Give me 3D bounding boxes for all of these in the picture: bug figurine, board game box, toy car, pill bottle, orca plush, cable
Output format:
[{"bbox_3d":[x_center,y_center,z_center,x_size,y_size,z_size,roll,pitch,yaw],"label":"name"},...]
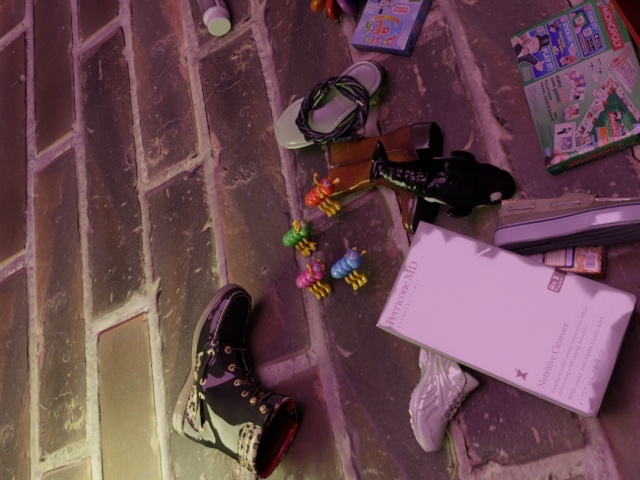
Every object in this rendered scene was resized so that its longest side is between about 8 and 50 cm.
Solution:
[{"bbox_3d":[0.000,0.000,1.607,0.216,0.072,0.279,-45,53,37],"label":"bug figurine"},{"bbox_3d":[0.431,-0.006,1.352,0.194,0.045,0.146,0,75,35],"label":"board game box"},{"bbox_3d":[0.047,-0.618,1.792,0.182,0.159,0.136,-11,103,32],"label":"toy car"},{"bbox_3d":[-0.304,-0.657,2.079,0.078,0.078,0.137,-33,57,22],"label":"pill bottle"},{"bbox_3d":[0.506,-0.306,1.403,0.214,0.046,0.317,-20,63,28],"label":"board game box"},{"bbox_3d":[0.241,-0.144,1.419,0.287,0.102,0.151,24,68,13],"label":"orca plush"},{"bbox_3d":[0.021,-0.295,1.646,0.185,0.047,0.150,-3,93,27],"label":"cable"},{"bbox_3d":[0.179,-0.548,1.724,0.160,0.039,0.211,19,87,38],"label":"board game box"}]

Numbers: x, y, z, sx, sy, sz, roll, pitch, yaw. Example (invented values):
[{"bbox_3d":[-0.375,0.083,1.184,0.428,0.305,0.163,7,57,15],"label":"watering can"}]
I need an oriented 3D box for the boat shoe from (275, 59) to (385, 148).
[{"bbox_3d":[0.028,-0.317,1.722,0.303,0.091,0.114,-27,93,24],"label":"boat shoe"}]

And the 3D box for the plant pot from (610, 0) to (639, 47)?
[{"bbox_3d":[0.648,-0.438,1.216,0.267,0.236,0.267,-35,57,30],"label":"plant pot"}]

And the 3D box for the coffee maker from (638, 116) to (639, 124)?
[{"bbox_3d":[0.639,-0.128,1.208,0.171,0.120,0.178,-11,68,41],"label":"coffee maker"}]

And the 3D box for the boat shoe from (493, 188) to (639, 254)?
[{"bbox_3d":[0.442,-0.043,1.263,0.302,0.109,0.094,-9,68,34],"label":"boat shoe"}]

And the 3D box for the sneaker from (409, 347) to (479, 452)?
[{"bbox_3d":[0.238,0.283,1.365,0.115,0.090,0.232,1,76,32],"label":"sneaker"}]

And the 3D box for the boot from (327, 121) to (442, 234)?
[{"bbox_3d":[0.118,-0.125,1.586,0.280,0.096,0.264,-7,72,35],"label":"boot"}]

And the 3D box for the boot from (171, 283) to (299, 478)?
[{"bbox_3d":[-0.169,0.311,1.610,0.284,0.138,0.377,20,90,39],"label":"boot"}]

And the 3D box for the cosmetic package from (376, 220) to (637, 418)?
[{"bbox_3d":[0.320,0.134,1.263,0.385,0.156,0.217,19,85,23],"label":"cosmetic package"}]
